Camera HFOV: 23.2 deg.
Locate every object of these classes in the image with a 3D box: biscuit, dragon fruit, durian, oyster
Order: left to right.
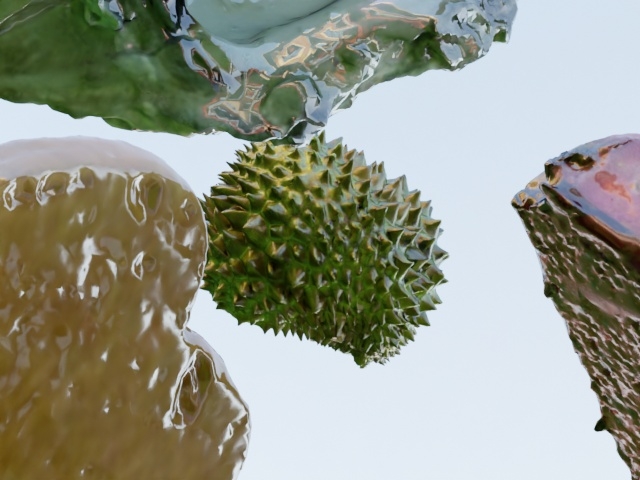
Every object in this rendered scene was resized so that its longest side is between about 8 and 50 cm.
[{"bbox_3d":[-0.146,0.132,0.675,0.051,0.269,0.376,28,-71,39],"label":"biscuit"},{"bbox_3d":[0.004,0.001,1.386,0.237,0.200,0.176,28,-80,-14],"label":"durian"},{"bbox_3d":[0.030,-0.124,0.415,0.087,0.199,0.252,13,-97,37],"label":"oyster"},{"bbox_3d":[0.200,0.042,0.756,0.163,0.189,0.262,-7,-50,33],"label":"dragon fruit"}]
